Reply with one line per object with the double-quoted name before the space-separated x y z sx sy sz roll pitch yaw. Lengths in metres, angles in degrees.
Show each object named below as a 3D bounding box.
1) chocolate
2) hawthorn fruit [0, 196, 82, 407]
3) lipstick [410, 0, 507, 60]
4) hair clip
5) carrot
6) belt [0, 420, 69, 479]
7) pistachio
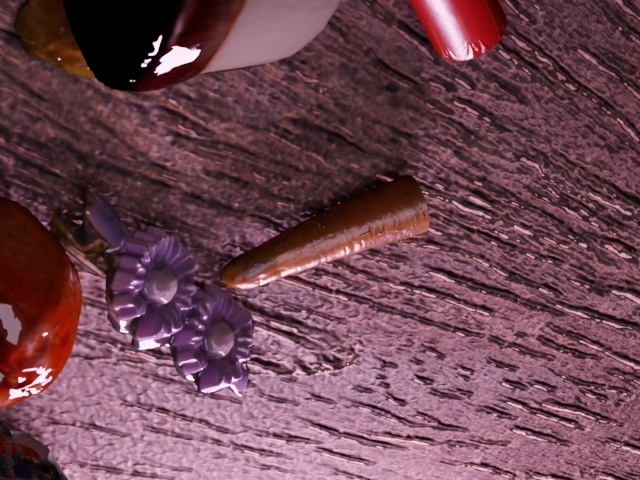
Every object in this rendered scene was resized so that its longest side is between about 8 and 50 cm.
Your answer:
"chocolate" -0.076 -0.249 0.798 0.186 0.283 0.283 -13 122 -26
"hawthorn fruit" -0.275 0.060 0.914 0.179 0.200 0.179 -9 115 -21
"lipstick" 0.085 -0.249 0.934 0.073 0.073 0.279 -40 145 1
"hair clip" -0.141 0.063 1.053 0.292 0.085 0.106 48 49 -38
"carrot" 0.000 0.000 1.088 0.210 0.061 0.061 -21 124 -10
"belt" -0.333 0.288 1.050 0.258 0.150 0.207 -4 109 -23
"pistachio" -0.159 -0.177 0.925 0.173 0.049 0.089 -16 123 -15
